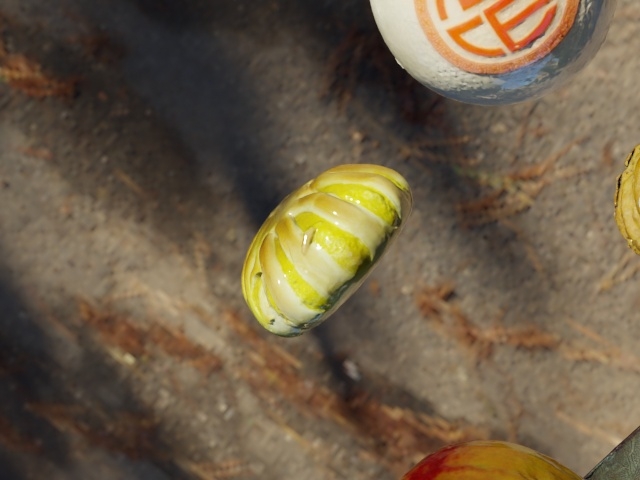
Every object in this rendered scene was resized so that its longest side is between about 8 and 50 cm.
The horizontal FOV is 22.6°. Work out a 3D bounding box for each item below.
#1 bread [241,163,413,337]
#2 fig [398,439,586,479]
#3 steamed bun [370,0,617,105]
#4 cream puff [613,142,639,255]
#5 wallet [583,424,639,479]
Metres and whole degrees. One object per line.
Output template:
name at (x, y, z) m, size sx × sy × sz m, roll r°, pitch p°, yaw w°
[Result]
bread at (0.000, 0.000, 1.533) m, size 0.105 × 0.213 × 0.213 m, roll 44°, pitch 146°, yaw -3°
fig at (0.155, 0.239, 0.923) m, size 0.290 × 0.190 × 0.190 m, roll 30°, pitch 145°, yaw 10°
steamed bun at (0.189, -0.281, 1.744) m, size 0.283 × 0.177 × 0.283 m, roll 1°, pitch 106°, yaw 5°
cream puff at (0.308, -0.030, 1.219) m, size 0.165 × 0.150 × 0.115 m, roll 7°, pitch 164°, yaw 18°
wallet at (0.359, 0.276, 1.546) m, size 0.045 × 0.172 × 0.318 m, roll 41°, pitch -171°, yaw -24°
